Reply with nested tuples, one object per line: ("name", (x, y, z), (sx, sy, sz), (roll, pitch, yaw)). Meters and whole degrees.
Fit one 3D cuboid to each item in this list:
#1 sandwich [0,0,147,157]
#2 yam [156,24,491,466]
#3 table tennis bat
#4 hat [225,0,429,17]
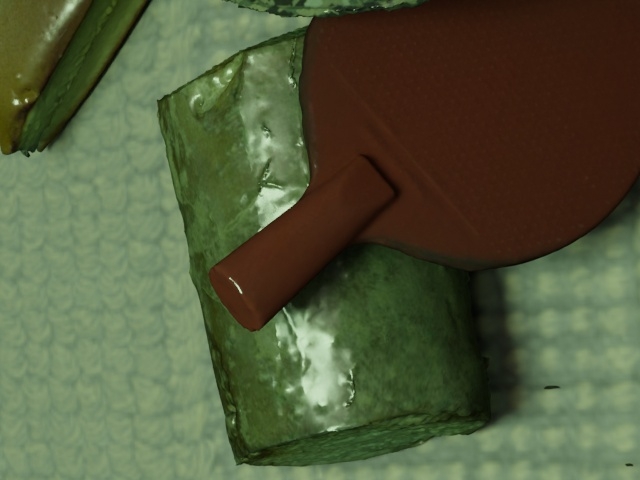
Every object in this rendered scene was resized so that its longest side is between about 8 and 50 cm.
("sandwich", (-0.158, -0.181, 1.109), (0.096, 0.094, 0.258), (41, 107, 20))
("yam", (0.000, 0.000, 0.997), (0.161, 0.161, 0.268), (-14, 85, 25))
("table tennis bat", (0.064, -0.063, 0.925), (0.310, 0.038, 0.200), (-41, 90, -21))
("hat", (0.021, -0.247, 0.934), (0.265, 0.265, 0.128), (3, 132, 26))
